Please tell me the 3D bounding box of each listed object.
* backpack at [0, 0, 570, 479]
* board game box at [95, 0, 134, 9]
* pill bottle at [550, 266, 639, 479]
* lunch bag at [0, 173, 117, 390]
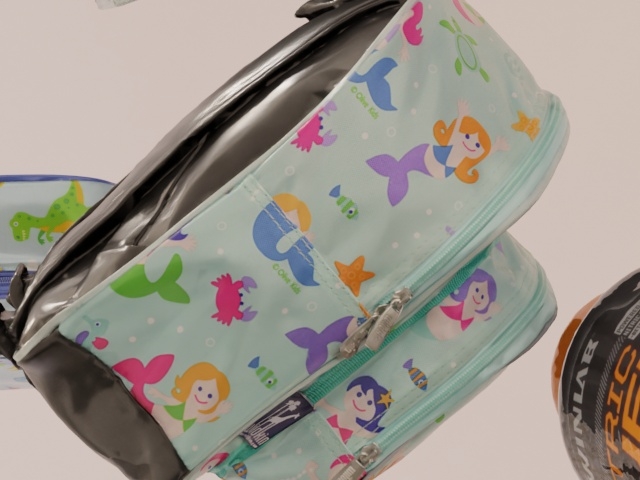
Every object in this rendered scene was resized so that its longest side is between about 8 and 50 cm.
[{"bbox_3d":[0.000,0.000,0.791,0.191,0.225,0.253,42,-86,-7],"label":"backpack"},{"bbox_3d":[-0.035,-0.302,1.110,0.303,0.097,0.224,-21,-81,-10],"label":"board game box"},{"bbox_3d":[0.179,0.075,0.702,0.246,0.130,0.130,-161,-91,-75],"label":"pill bottle"},{"bbox_3d":[-0.202,0.033,1.065,0.176,0.219,0.090,0,-109,-8],"label":"lunch bag"}]
